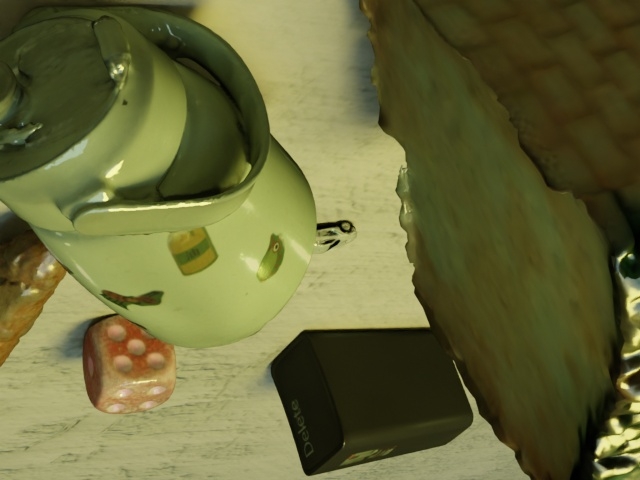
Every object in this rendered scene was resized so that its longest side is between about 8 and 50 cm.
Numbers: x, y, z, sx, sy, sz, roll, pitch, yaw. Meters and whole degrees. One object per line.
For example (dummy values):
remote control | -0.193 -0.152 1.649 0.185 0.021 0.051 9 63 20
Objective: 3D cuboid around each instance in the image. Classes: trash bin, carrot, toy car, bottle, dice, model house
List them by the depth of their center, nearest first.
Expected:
model house | 0.294 -0.051 1.110 0.400 0.395 0.445 -24 140 -12
bottle | -0.145 -0.066 1.117 0.229 0.229 0.351 -23 151 10
carrot | -0.311 0.056 1.379 0.102 0.102 0.263 5 145 -40
toy car | 0.000 0.000 1.548 0.093 0.025 0.041 -4 153 -26
dice | -0.222 0.142 1.613 0.091 0.094 0.093 -2 152 -23
trash bin | 0.072 0.208 1.865 0.225 0.165 0.115 -2 150 -35
